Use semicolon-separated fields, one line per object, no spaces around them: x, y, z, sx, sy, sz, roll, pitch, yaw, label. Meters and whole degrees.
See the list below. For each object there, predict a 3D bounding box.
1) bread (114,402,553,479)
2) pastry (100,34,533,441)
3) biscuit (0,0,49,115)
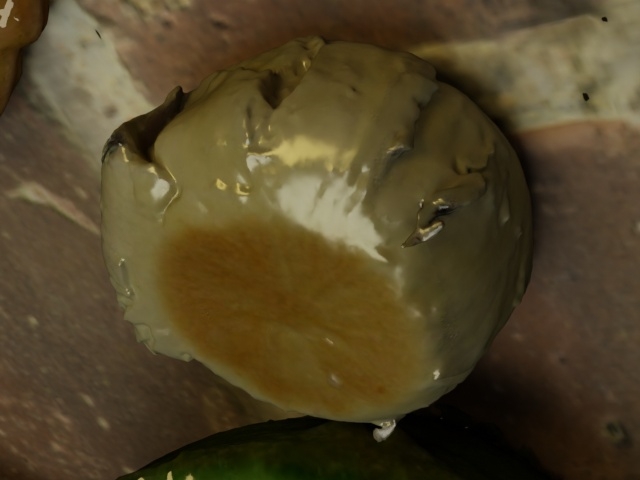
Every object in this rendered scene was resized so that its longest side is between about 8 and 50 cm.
0.037;0.250;0.629;0.382;0.129;0.366;-6;95;11;bread
0.000;0.000;0.564;0.166;0.088;0.166;14;133;15;pastry
-0.227;-0.123;0.597;0.260;0.041;0.203;15;135;11;biscuit
